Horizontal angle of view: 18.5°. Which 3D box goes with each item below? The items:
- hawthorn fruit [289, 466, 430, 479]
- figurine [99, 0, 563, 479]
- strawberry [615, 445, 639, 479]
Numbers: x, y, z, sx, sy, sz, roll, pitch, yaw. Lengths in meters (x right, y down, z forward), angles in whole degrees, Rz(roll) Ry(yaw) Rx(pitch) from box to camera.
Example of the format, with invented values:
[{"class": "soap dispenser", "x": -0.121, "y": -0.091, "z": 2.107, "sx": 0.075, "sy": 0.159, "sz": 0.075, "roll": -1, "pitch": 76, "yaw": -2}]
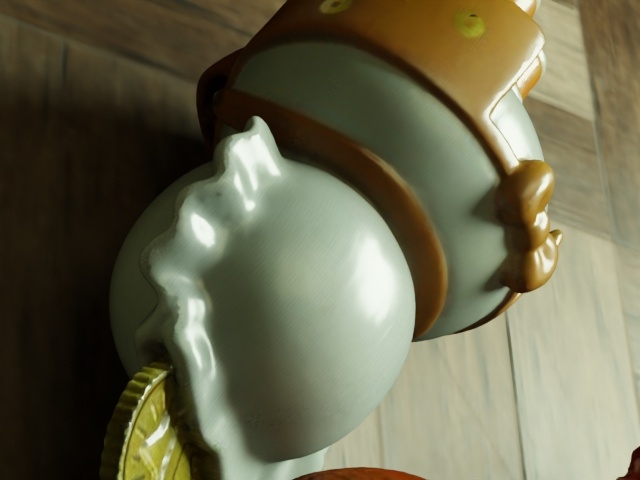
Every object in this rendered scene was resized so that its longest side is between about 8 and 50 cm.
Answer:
[{"class": "hawthorn fruit", "x": 0.000, "y": 0.127, "z": 0.578, "sx": 0.125, "sy": 0.140, "sz": 0.125, "roll": 6, "pitch": 83, "yaw": -59}, {"class": "figurine", "x": 0.009, "y": 0.000, "z": 0.663, "sx": 0.143, "sy": 0.143, "sz": 0.271, "roll": 36, "pitch": 42, "yaw": -13}, {"class": "strawberry", "x": 0.121, "y": 0.144, "z": 0.669, "sx": 0.140, "sy": 0.085, "sz": 0.192, "roll": 24, "pitch": 43, "yaw": -57}]
